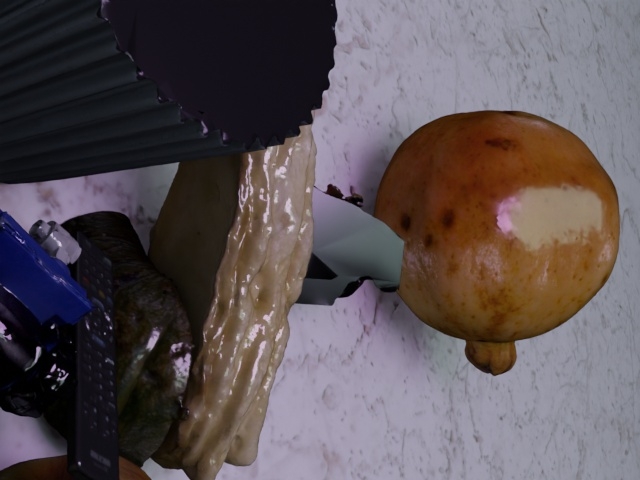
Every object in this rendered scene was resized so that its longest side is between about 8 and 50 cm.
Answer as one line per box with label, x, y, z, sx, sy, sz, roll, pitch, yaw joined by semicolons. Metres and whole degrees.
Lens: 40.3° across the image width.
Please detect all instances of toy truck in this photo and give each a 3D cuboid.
toy truck;-0.304;0.065;0.716;0.161;0.213;0.177;54;7;-31

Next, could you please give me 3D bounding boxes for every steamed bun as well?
steamed bun;-0.099;0.036;0.968;0.189;0.247;0.428;13;85;-43

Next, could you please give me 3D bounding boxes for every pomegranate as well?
pomegranate;0.262;0.007;1.330;0.410;0.410;0.410;14;72;-51

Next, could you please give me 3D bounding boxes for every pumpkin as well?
pumpkin;-0.205;0.076;0.861;0.111;0.163;0.279;23;63;-44

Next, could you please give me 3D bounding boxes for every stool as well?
stool;-0.199;-0.196;0.781;0.297;0.330;0.297;14;71;-50

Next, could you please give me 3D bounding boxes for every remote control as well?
remote control;-0.200;0.097;0.758;0.063;0.025;0.245;62;12;-49

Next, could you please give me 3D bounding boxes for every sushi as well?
sushi;0.000;0.000;1.150;0.172;0.150;0.153;5;93;-22

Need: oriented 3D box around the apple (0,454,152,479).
apple;-0.220;0.287;0.759;0.211;0.211;0.188;-15;104;-53
